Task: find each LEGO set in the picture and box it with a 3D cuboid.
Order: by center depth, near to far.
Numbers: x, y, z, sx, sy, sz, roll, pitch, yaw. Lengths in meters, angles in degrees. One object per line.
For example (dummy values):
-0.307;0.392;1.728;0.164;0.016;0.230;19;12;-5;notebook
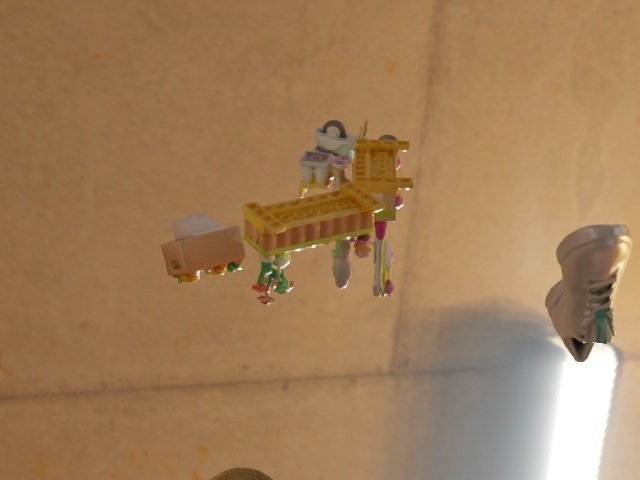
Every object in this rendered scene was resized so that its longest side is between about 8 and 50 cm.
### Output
0.000;0.000;0.814;0.287;0.132;0.107;-43;-40;-55;LEGO set

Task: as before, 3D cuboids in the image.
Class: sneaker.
0.291;0.061;1.105;0.080;0.094;0.212;-7;-30;1;sneaker

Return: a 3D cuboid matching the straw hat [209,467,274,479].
-0.108;0.323;1.167;0.144;0.061;0.144;7;-102;-33;straw hat
